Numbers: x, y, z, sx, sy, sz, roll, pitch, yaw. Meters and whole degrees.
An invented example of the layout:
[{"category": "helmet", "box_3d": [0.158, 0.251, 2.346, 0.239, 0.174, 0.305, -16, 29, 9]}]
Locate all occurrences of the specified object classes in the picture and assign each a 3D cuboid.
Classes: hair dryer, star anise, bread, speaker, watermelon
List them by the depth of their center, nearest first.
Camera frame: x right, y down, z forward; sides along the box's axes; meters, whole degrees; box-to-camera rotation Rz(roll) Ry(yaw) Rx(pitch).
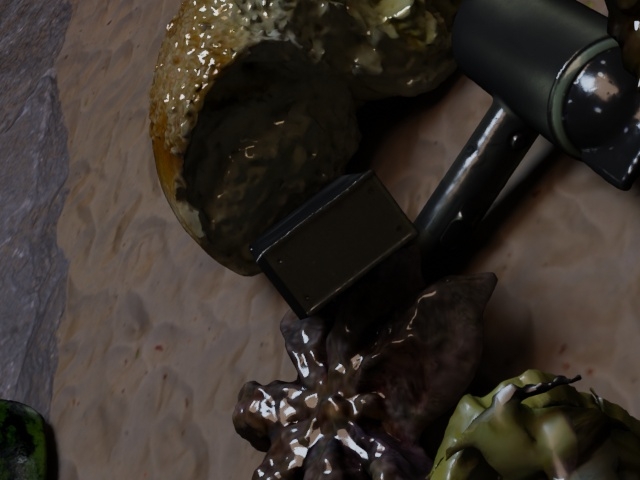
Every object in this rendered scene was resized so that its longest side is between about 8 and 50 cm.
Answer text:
[{"category": "star anise", "box_3d": [0.010, 0.100, 0.650, 0.197, 0.073, 0.212, -10, 61, 50]}, {"category": "hair dryer", "box_3d": [0.102, -0.024, 0.668, 0.248, 0.078, 0.195, -59, 26, 16]}, {"category": "speaker", "box_3d": [0.000, 0.000, 0.680, 0.082, 0.044, 0.218, -37, 4, -1]}, {"category": "bread", "box_3d": [-0.017, -0.150, 0.828, 0.314, 0.171, 0.192, -48, 38, 9]}, {"category": "watermelon", "box_3d": [-0.274, 0.228, 0.921, 0.119, 0.063, 0.245, -46, 35, 46]}]

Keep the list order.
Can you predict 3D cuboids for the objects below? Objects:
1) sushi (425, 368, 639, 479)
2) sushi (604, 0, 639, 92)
[{"category": "sushi", "box_3d": [0.094, 0.199, 0.441, 0.131, 0.139, 0.291, -15, 60, 36]}, {"category": "sushi", "box_3d": [0.227, -0.105, 0.447, 0.225, 0.219, 0.238, -45, 34, 21]}]
